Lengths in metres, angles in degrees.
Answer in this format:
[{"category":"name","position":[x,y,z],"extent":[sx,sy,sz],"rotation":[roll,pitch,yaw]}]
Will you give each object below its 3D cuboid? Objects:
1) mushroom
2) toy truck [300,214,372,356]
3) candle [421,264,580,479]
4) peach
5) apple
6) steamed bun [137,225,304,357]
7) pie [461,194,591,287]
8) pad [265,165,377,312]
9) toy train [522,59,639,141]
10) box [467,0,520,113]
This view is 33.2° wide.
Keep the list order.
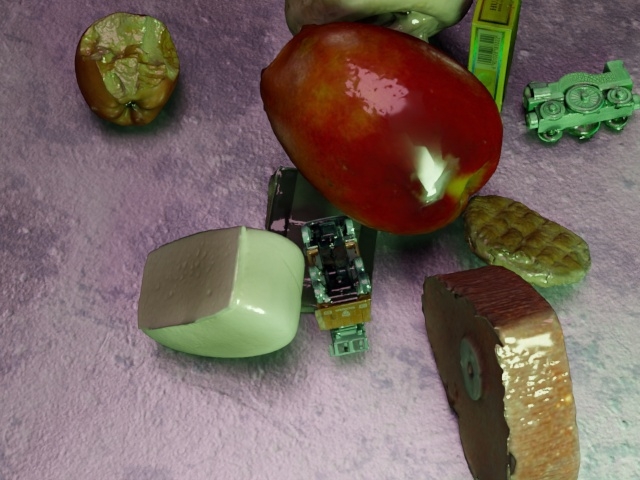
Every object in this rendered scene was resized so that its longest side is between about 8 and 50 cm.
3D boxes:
[{"category":"mushroom","position":[0.093,-0.313,1.601],"extent":[0.293,0.292,0.290],"rotation":[-8,86,0]},{"category":"toy truck","position":[0.024,0.057,1.489],"extent":[0.080,0.115,0.177],"rotation":[-11,43,0]},{"category":"candle","position":[0.239,0.154,1.351],"extent":[0.131,0.287,0.317],"rotation":[-15,61,-9]},{"category":"peach","position":[0.075,-0.161,1.474],"extent":[0.338,0.281,0.281],"rotation":[33,71,15]},{"category":"apple","position":[-0.302,-0.259,1.664],"extent":[0.156,0.147,0.158],"rotation":[10,72,-27]},{"category":"steamed bun","position":[-0.121,0.076,1.454],"extent":[0.242,0.164,0.146],"rotation":[-15,60,43]},{"category":"pie","position":[0.283,0.001,1.500],"extent":[0.195,0.046,0.195],"rotation":[16,30,-9]},{"category":"pad","position":[0.000,0.000,1.583],"extent":[0.174,0.022,0.233],"rotation":[3,66,5]},{"category":"toy train","position":[0.393,-0.214,1.633],"extent":[0.178,0.071,0.104],"rotation":[-11,56,-3]},{"category":"box","position":[0.260,-0.305,1.602],"extent":[0.064,0.220,0.141],"rotation":[11,64,8]}]
